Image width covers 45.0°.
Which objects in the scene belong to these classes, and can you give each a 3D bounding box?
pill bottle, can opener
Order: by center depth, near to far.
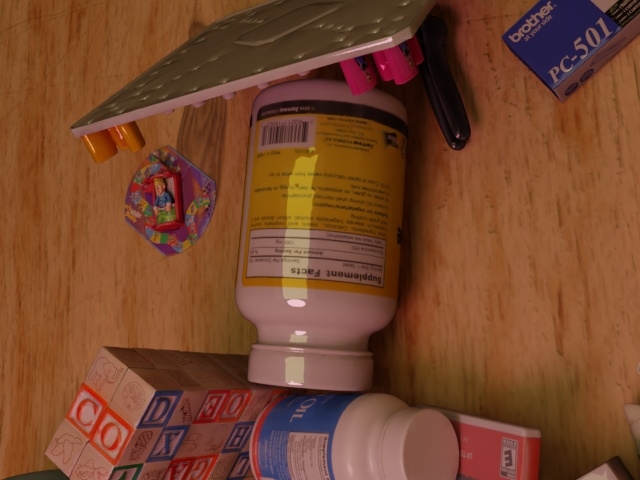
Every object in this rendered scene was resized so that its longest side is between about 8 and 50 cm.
[{"bbox_3d":[0.035,0.227,0.836,0.222,0.124,0.124,-13,74,45],"label":"pill bottle"},{"bbox_3d":[0.000,0.000,0.894,0.188,0.188,0.333,0,81,29],"label":"pill bottle"},{"bbox_3d":[0.139,-0.193,0.931,0.073,0.059,0.186,-19,77,-1],"label":"can opener"}]

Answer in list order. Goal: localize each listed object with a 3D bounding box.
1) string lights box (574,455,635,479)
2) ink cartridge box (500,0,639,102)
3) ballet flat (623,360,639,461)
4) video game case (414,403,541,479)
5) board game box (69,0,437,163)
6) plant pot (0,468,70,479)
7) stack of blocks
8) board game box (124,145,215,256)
[{"bbox_3d":[0.311,0.328,0.691,0.077,0.133,0.259,-37,65,14],"label":"string lights box"},{"bbox_3d":[0.313,-0.261,0.852,0.207,0.046,0.097,-42,63,16],"label":"ink cartridge box"},{"bbox_3d":[0.344,0.149,0.752,0.079,0.077,0.221,13,82,48],"label":"ballet flat"},{"bbox_3d":[0.143,0.320,0.781,0.204,0.025,0.285,167,110,-67],"label":"video game case"},{"bbox_3d":[-0.030,-0.227,0.883,0.390,0.390,0.050,-10,118,27],"label":"board game box"},{"bbox_3d":[-0.330,0.422,0.953,0.293,0.293,0.235,-25,57,23],"label":"plant pot"},{"bbox_3d":[-0.156,0.220,0.875,0.087,0.297,0.171,30,95,29],"label":"stack of blocks"},{"bbox_3d":[-0.231,-0.060,1.121,0.169,0.033,0.133,37,99,29],"label":"board game box"}]
